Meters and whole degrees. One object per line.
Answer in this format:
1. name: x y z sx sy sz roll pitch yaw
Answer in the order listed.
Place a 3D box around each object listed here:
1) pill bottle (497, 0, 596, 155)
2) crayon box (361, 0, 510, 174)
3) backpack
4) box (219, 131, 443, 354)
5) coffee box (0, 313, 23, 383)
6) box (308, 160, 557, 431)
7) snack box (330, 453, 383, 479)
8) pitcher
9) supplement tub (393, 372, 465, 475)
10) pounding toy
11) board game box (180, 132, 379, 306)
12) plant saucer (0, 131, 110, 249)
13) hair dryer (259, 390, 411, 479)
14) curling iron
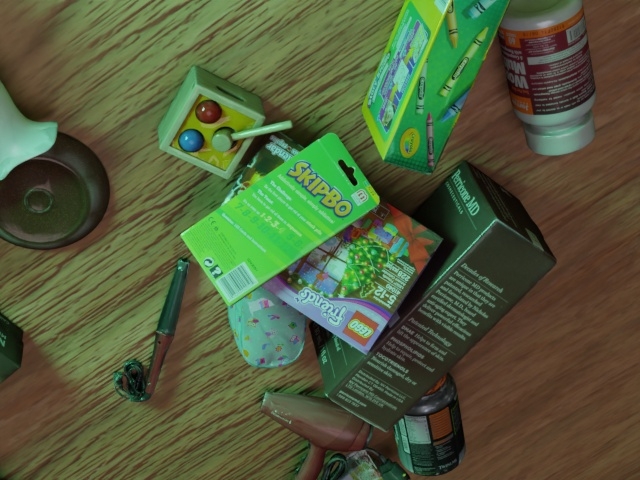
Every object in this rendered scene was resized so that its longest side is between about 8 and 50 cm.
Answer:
1. pill bottle: 0.323 -0.239 1.652 0.121 0.121 0.221 -17 122 0
2. crayon box: 0.152 -0.252 1.588 0.081 0.165 0.278 14 118 -17
3. backpack: -0.083 0.102 1.784 0.152 0.115 0.181 0 116 -8
4. box: 0.000 0.000 1.674 0.293 0.057 0.201 33 94 2
5. coffee box: -0.586 0.196 1.762 0.246 0.098 0.141 -39 119 13
6. box: 0.160 0.087 1.776 0.143 0.191 0.381 35 109 -26
7. snack box: 0.055 0.445 2.059 0.141 0.037 0.100 -41 118 13
8. pitcher: -0.484 -0.157 1.554 0.178 0.125 0.207 -43 120 10
9. supplement tub: 0.175 0.288 1.941 0.117 0.117 0.190 -13 121 -2
10. pounding toy: -0.134 -0.160 1.630 0.141 0.100 0.130 24 114 -22
11. board game box: -0.054 -0.030 1.630 0.259 0.039 0.124 -34 89 6
12. plant saucer: -0.404 -0.064 1.678 0.199 0.036 0.198 -4 121 -7
13. hair dryer: -0.004 0.363 1.957 0.224 0.080 0.293 -30 107 11
14. curling iron: -0.257 0.146 1.828 0.068 0.035 0.274 17 116 -19
